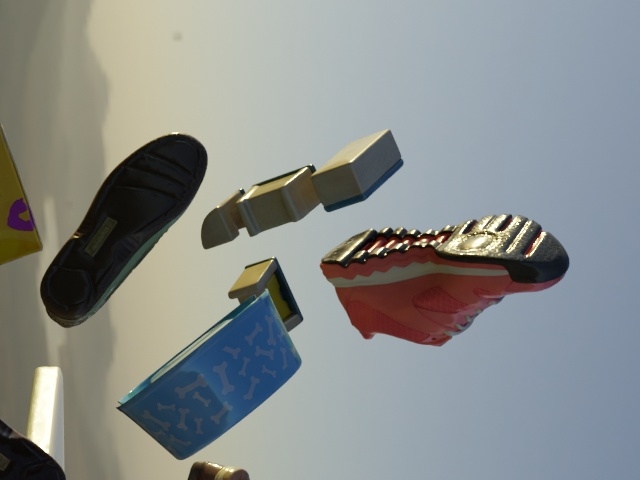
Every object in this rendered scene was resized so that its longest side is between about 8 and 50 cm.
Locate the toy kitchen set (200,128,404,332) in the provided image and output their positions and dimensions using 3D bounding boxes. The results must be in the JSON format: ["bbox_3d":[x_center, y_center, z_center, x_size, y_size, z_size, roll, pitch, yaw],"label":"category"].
[{"bbox_3d":[0.000,0.000,1.592,0.166,0.207,0.122,66,30,-12],"label":"toy kitchen set"}]

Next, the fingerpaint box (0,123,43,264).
[{"bbox_3d":[-0.578,0.004,1.768,0.445,0.371,0.163,-5,-76,66],"label":"fingerpaint box"}]

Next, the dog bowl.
[{"bbox_3d":[-0.098,0.125,1.338,0.074,0.166,0.297,52,-9,-2],"label":"dog bowl"}]

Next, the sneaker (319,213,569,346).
[{"bbox_3d":[0.152,0.055,1.688,0.116,0.313,0.136,-40,119,-47],"label":"sneaker"}]

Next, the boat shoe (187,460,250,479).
[{"bbox_3d":[-0.176,0.462,2.173,0.103,0.092,0.285,-3,106,-58],"label":"boat shoe"}]

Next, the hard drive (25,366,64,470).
[{"bbox_3d":[-0.342,0.309,1.821,0.307,0.040,0.203,-114,-155,-70],"label":"hard drive"}]

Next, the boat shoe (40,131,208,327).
[{"bbox_3d":[-0.163,-0.008,1.214,0.068,0.190,0.072,37,-19,10],"label":"boat shoe"}]

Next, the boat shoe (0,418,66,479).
[{"bbox_3d":[-0.382,0.196,1.525,0.257,0.095,0.095,51,-30,-16],"label":"boat shoe"}]
